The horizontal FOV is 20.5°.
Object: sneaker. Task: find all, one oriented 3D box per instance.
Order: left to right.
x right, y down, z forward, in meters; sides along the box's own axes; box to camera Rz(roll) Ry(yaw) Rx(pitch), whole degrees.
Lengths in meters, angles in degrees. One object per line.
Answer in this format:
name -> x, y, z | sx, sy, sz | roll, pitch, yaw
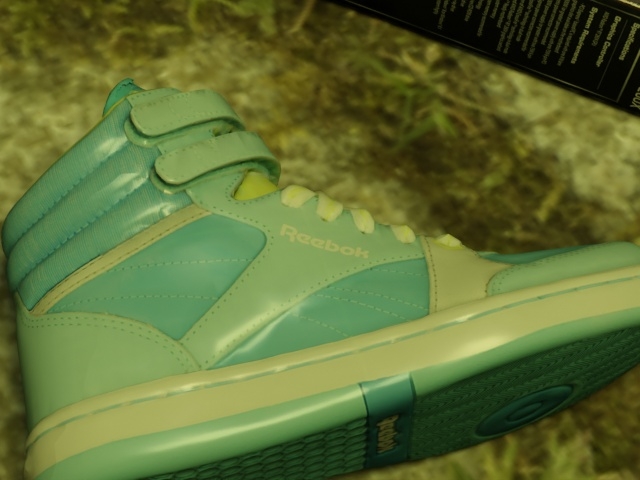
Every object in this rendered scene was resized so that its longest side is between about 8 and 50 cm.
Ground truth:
sneaker -> 0.000, 0.000, 0.834 | 0.319, 0.127, 0.208 | -13, 65, -14

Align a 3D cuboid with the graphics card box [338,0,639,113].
graphics card box -> 0.076, -0.231, 0.988 | 0.371, 0.094, 0.233 | 21, 61, 6
